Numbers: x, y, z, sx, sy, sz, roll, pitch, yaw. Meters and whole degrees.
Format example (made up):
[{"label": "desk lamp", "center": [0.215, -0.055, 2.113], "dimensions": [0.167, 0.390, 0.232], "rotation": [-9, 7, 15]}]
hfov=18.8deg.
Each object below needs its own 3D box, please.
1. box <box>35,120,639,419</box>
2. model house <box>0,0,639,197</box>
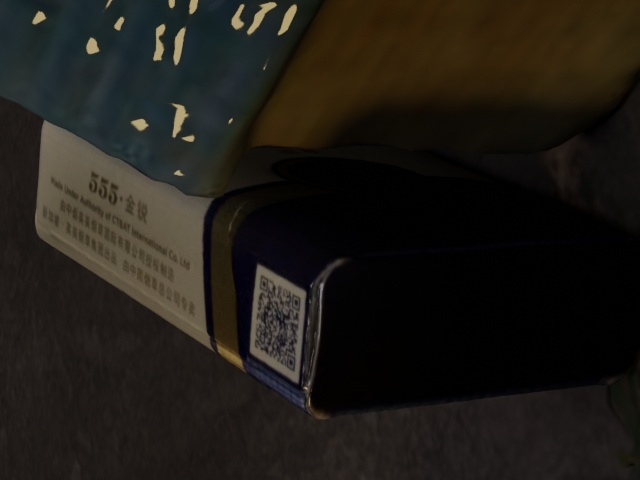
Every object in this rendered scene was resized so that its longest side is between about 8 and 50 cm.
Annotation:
[{"label": "box", "center": [0.000, 0.000, 0.851], "dimensions": [0.259, 0.168, 0.071], "rotation": [25, 113, 54]}, {"label": "model house", "center": [-0.026, -0.266, 0.725], "dimensions": [0.335, 0.342, 0.382], "rotation": [-59, 44, 42]}]
